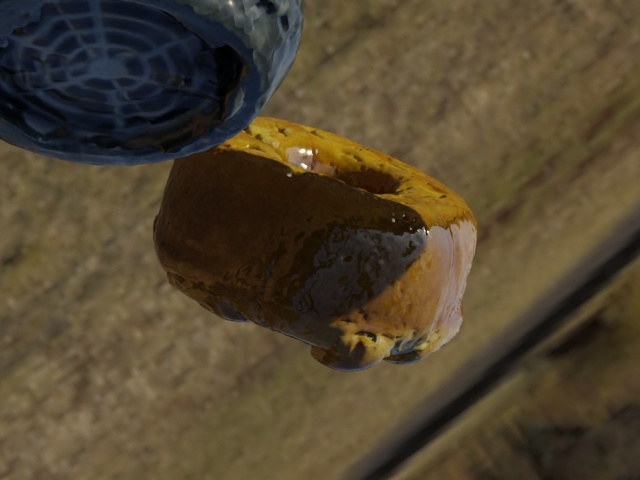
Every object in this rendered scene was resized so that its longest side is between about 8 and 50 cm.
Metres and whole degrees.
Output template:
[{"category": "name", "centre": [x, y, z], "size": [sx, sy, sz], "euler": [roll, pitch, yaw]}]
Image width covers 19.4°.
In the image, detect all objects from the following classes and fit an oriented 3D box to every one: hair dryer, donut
[{"category": "hair dryer", "centre": [-0.019, -0.175, 0.416], "size": [0.107, 0.189, 0.352], "euler": [8, 151, -15]}, {"category": "donut", "centre": [-0.002, -0.001, 1.233], "size": [0.226, 0.226, 0.114], "euler": [-16, 127, -65]}]
